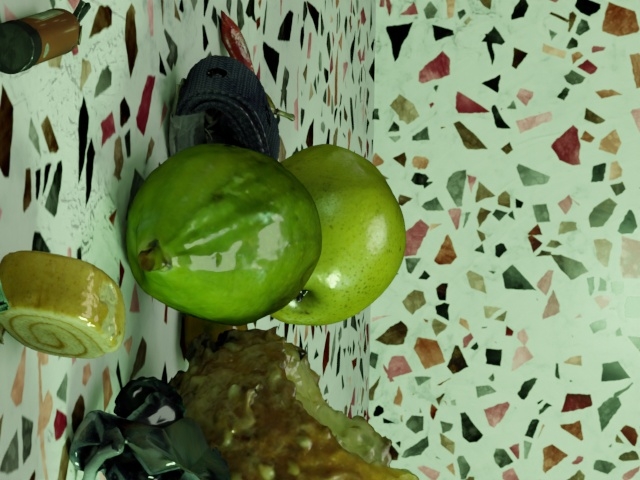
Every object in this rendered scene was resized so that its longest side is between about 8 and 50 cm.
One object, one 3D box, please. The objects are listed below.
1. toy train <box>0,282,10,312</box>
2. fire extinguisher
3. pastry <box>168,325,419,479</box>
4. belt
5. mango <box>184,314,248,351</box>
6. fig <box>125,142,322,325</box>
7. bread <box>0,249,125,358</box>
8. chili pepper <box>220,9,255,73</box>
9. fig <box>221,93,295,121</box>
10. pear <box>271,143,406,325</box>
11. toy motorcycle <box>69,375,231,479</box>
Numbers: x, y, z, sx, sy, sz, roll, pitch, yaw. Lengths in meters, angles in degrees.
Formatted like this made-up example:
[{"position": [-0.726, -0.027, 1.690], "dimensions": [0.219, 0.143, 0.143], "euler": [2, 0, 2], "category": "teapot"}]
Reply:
[{"position": [-0.305, 0.053, 1.233], "dimensions": [0.093, 0.056, 0.038], "euler": [-30, 105, -77], "category": "toy train"}, {"position": [-0.265, -0.199, 1.396], "dimensions": [0.062, 0.050, 0.177], "euler": [-55, 180, 19], "category": "fire extinguisher"}, {"position": [-0.064, 0.324, 1.773], "dimensions": [0.337, 0.405, 0.292], "euler": [-48, 160, 7], "category": "pastry"}, {"position": [-0.128, -0.132, 1.950], "dimensions": [0.126, 0.140, 0.230], "euler": [-82, 168, -53], "category": "belt"}, {"position": [-0.147, 0.111, 2.022], "dimensions": [0.111, 0.089, 0.163], "euler": [105, -22, -86], "category": "mango"}, {"position": [-0.127, -0.021, 1.733], "dimensions": [0.314, 0.233, 0.233], "euler": [55, 38, -65], "category": "fig"}, {"position": [-0.246, 0.068, 1.377], "dimensions": [0.149, 0.122, 0.073], "euler": [67, 31, -64], "category": "bread"}, {"position": [-0.115, -0.233, 2.203], "dimensions": [0.059, 0.050, 0.268], "euler": [-55, 149, -41], "category": "chili pepper"}, {"position": [-0.099, -0.193, 2.089], "dimensions": [0.089, 0.125, 0.089], "euler": [6, 90, -83], "category": "fig"}, {"position": [0.000, 0.000, 2.295], "dimensions": [0.294, 0.294, 0.294], "euler": [3, 90, -79], "category": "pear"}, {"position": [-0.181, 0.274, 1.597], "dimensions": [0.106, 0.159, 0.270], "euler": [-50, -122, 42], "category": "toy motorcycle"}]
